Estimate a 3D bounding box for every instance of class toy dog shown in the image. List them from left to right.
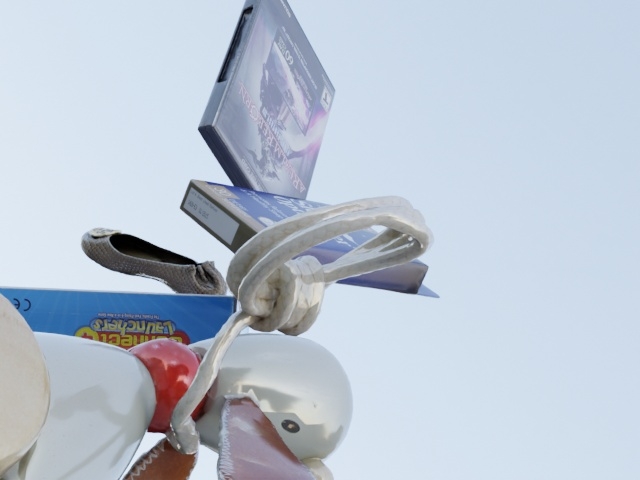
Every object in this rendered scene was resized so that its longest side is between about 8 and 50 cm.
[{"bbox_3d":[-0.090,0.111,0.504,0.220,0.333,0.161,-49,-123,51],"label":"toy dog"}]

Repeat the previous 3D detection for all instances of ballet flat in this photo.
[{"bbox_3d":[-0.224,0.024,1.658,0.250,0.084,0.058,23,-61,32],"label":"ballet flat"}]

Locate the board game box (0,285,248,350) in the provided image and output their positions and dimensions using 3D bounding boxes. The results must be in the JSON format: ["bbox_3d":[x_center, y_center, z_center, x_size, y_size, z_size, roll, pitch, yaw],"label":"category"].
[{"bbox_3d":[-0.232,0.101,1.263,0.308,0.086,0.302,2,-7,0],"label":"board game box"}]

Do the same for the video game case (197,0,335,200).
[{"bbox_3d":[-0.054,-0.151,1.411,0.026,0.274,0.196,-10,-46,24],"label":"video game case"}]

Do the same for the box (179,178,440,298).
[{"bbox_3d":[0.000,0.000,1.111,0.136,0.225,0.036,36,-72,44],"label":"box"}]
